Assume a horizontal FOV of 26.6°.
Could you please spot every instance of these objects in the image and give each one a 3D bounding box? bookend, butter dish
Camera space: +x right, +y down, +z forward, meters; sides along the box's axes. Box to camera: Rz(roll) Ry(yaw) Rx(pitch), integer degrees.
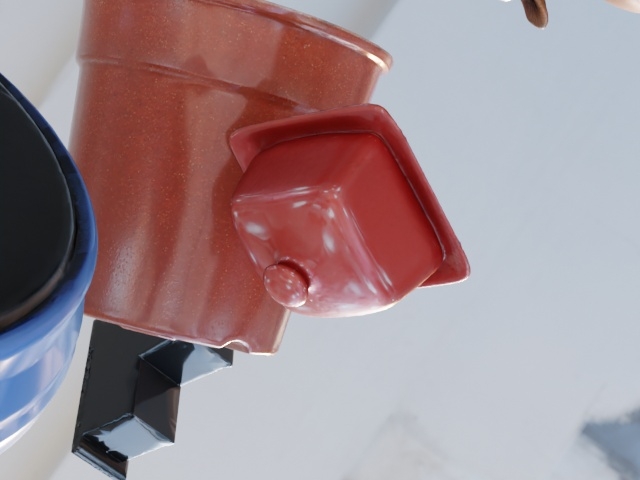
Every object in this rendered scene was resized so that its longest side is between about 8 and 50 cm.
[{"bbox_3d":[-0.148,0.128,1.291,0.072,0.157,0.156,43,-146,-37],"label":"bookend"},{"bbox_3d":[0.000,0.000,0.962,0.160,0.118,0.160,-6,125,41],"label":"butter dish"}]

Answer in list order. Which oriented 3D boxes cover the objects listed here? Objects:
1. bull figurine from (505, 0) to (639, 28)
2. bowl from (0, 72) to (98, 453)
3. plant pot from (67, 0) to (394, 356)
[{"bbox_3d":[0.240,-0.195,0.854,0.310,0.101,0.188,16,151,1],"label":"bull figurine"},{"bbox_3d":[-0.285,-0.043,0.629,0.391,0.077,0.391,27,-155,-14],"label":"bowl"},{"bbox_3d":[-0.100,-0.054,1.127,0.272,0.265,0.272,13,178,0],"label":"plant pot"}]
